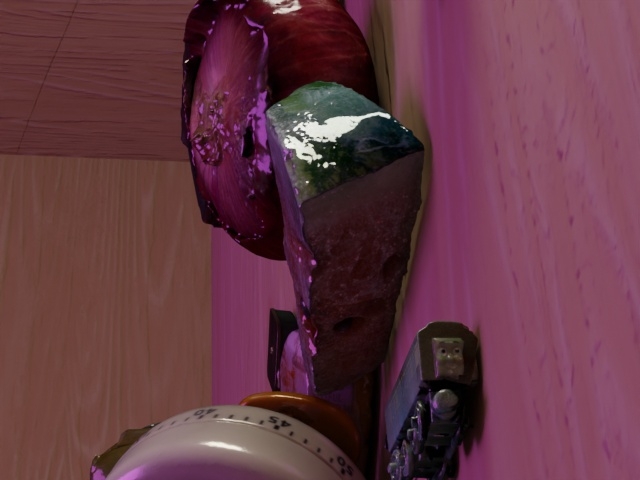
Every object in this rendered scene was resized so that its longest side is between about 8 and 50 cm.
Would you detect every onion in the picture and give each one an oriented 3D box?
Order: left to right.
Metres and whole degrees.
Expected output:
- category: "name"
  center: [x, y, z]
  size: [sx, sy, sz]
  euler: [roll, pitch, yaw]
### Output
- category: "onion"
  center: [-0.032, -0.108, 1.271]
  size: [0.248, 0.161, 0.248]
  euler: [171, 90, -84]

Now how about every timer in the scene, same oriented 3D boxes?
- category: "timer"
  center: [-0.066, 0.246, 1.105]
  size: [0.240, 0.233, 0.234]
  euler: [-56, -27, -64]

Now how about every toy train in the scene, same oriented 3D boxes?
- category: "toy train"
  center: [0.065, 0.106, 0.908]
  size: [0.148, 0.038, 0.071]
  euler: [104, 169, -62]

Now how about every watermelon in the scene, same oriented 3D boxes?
- category: "watermelon"
  center: [0.007, 0.008, 1.124]
  size: [0.154, 0.094, 0.241]
  euler: [-129, 27, -51]

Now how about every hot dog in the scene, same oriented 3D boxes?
- category: "hot dog"
  center: [0.006, 0.188, 1.262]
  size: [0.131, 0.069, 0.253]
  euler: [-158, 67, -73]

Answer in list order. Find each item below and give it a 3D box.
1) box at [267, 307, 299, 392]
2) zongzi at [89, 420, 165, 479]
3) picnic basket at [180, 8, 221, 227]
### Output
- category: "box"
  center: [-0.045, 0.134, 1.821]
  size: [0.126, 0.031, 0.091]
  euler: [-136, 48, -81]
- category: "zongzi"
  center: [-0.146, 0.257, 1.745]
  size: [0.274, 0.250, 0.125]
  euler: [124, 132, -74]
- category: "picnic basket"
  center: [-0.069, -0.126, 1.575]
  size: [0.297, 0.129, 0.223]
  euler: [102, 156, -59]
